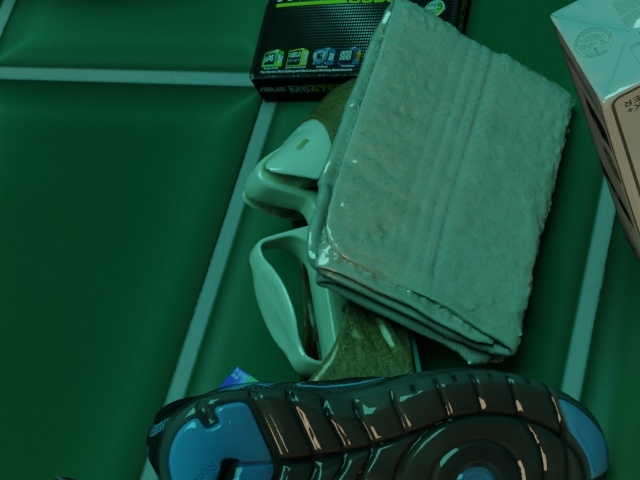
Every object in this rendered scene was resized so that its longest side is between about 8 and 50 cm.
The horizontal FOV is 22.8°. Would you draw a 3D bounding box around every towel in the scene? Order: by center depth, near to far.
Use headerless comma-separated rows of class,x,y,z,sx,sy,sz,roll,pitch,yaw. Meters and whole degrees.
towel,0.099,-0.049,1.268,0.187,0.049,0.282,28,56,-13

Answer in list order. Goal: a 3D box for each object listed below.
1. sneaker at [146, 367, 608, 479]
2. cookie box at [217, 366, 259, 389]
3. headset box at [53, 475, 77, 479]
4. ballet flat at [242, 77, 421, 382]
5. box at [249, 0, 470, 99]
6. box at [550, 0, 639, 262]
sneaker,0.042,0.144,1.145,0.340,0.139,0.125,7,90,-17
cookie box,-0.065,0.170,1.269,0.092,0.040,0.107,33,76,33
headset box,-0.123,0.289,1.037,0.110,0.293,0.218,25,84,31
ballet flat,0.000,0.000,1.292,0.124,0.116,0.342,9,58,-24
box,0.043,-0.216,1.466,0.190,0.045,0.184,1,63,21
box,0.282,-0.082,1.141,0.169,0.290,0.087,-28,52,5
